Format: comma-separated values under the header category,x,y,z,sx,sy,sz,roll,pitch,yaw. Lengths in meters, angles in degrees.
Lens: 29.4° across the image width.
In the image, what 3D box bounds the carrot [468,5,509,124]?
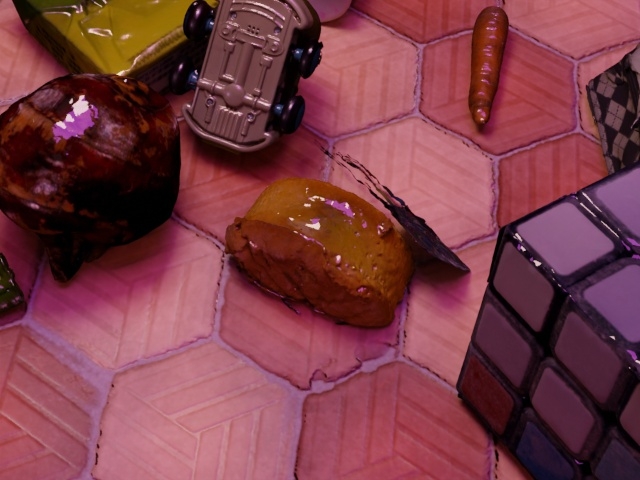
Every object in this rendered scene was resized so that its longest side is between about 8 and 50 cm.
category,x,y,z,sx,sy,sz,roll,pitch,yaw
carrot,0.262,-0.275,1.933,0.059,0.059,0.248,10,58,2

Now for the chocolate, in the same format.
category,x,y,z,sx,sy,sz,roll,pitch,yaw
chocolate,-0.288,-0.361,1.896,0.300,0.137,0.289,-36,65,-24

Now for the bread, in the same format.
category,x,y,z,sx,sy,sz,roll,pitch,yaw
bread,0.003,0.004,1.665,0.260,0.147,0.160,28,60,14

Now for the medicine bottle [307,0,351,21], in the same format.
category,x,y,z,sx,sy,sz,roll,pitch,yaw
medicine bottle,0.014,-0.499,2.006,0.152,0.152,0.254,16,55,6

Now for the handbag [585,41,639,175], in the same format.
category,x,y,z,sx,sy,sz,roll,pitch,yaw
handbag,0.546,-0.249,1.724,0.180,0.416,0.317,5,55,-13

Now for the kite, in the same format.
category,x,y,z,sx,sy,sz,roll,pitch,yaw
kite,0.101,-0.055,1.738,0.285,0.152,0.015,44,102,29

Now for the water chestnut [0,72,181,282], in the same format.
category,x,y,z,sx,sy,sz,roll,pitch,yaw
water chestnut,-0.316,-0.094,1.643,0.289,0.289,0.244,-26,90,-21

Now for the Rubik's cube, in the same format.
category,x,y,z,sx,sy,sz,roll,pitch,yaw
Rubik's cube,0.423,0.137,1.482,0.358,0.363,0.362,-28,57,-24

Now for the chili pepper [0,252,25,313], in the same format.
category,x,y,z,sx,sy,sz,roll,pitch,yaw
chili pepper,-0.556,0.127,1.574,0.359,0.076,0.085,-30,102,-21

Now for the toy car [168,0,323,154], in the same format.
category,x,y,z,sx,sy,sz,roll,pitch,yaw
toy car,-0.092,-0.265,1.810,0.204,0.248,0.198,20,18,9
